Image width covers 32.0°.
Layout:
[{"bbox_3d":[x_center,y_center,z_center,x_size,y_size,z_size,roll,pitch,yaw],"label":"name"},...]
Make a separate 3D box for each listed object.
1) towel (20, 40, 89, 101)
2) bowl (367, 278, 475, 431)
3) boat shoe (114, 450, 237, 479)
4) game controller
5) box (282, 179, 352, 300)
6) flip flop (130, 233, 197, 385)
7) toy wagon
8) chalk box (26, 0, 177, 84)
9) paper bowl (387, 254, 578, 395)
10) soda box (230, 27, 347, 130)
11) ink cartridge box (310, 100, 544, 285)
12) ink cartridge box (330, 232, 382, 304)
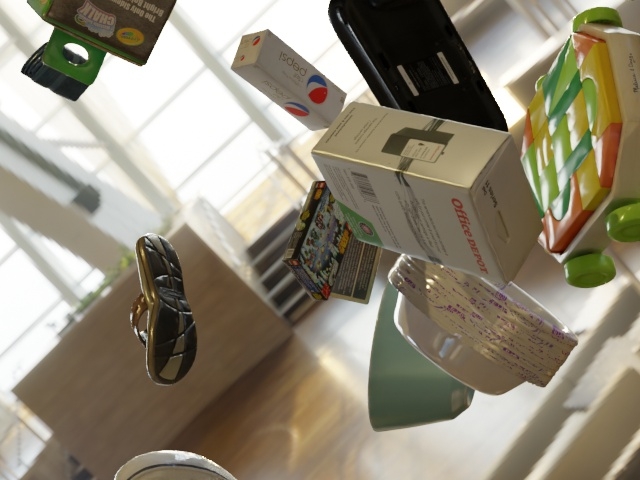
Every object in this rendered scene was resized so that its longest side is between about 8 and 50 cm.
[{"bbox_3d":[-0.357,-0.235,1.531,0.067,0.029,0.119,-45,-21,6],"label":"towel"},{"bbox_3d":[0.199,0.200,1.997,0.163,0.312,0.311,7,31,16],"label":"bowl"},{"bbox_3d":[-0.160,0.459,1.747,0.136,0.367,0.156,-46,36,8],"label":"boat shoe"},{"bbox_3d":[0.143,-0.243,1.604,0.166,0.319,0.067,-18,32,31],"label":"game controller"},{"bbox_3d":[0.000,0.000,1.509,0.027,0.094,0.137,-2,52,31],"label":"box"},{"bbox_3d":[-0.279,0.119,1.878,0.080,0.112,0.277,-28,61,25],"label":"flip flop"},{"bbox_3d":[0.290,-0.083,1.268,0.344,0.068,0.267,111,159,-61],"label":"toy wagon"},{"bbox_3d":[-0.248,-0.288,1.281,0.213,0.132,0.132,-61,29,9],"label":"chalk box"},{"bbox_3d":[0.223,0.118,1.631,0.148,0.284,0.284,-55,9,7],"label":"paper bowl"},{"bbox_3d":[-0.053,-0.277,1.943,0.069,0.216,0.074,-4,61,46],"label":"soda box"},{"bbox_3d":[0.114,-0.052,1.171,0.208,0.153,0.087,18,60,38],"label":"ink cartridge box"},{"bbox_3d":[0.075,-0.011,2.086,0.235,0.088,0.193,-75,-2,-73],"label":"ink cartridge box"}]
